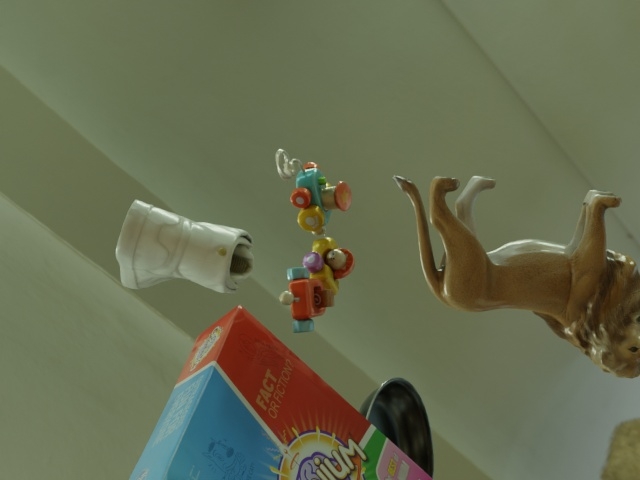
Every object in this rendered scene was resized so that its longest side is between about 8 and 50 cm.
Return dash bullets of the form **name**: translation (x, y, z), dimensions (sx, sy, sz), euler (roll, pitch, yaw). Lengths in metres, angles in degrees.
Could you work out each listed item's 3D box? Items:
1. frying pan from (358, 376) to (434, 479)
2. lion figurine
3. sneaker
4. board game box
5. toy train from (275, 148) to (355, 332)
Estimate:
- **frying pan**: translation (0.087, 0.328, 1.106), dimensions (0.197, 0.053, 0.326), euler (15, -109, -59)
- **lion figurine**: translation (0.276, 0.045, 1.238), dimensions (0.392, 0.142, 0.240), euler (8, -81, 3)
- **sneaker**: translation (-0.176, 0.030, 1.257), dimensions (0.169, 0.292, 0.108), euler (17, -99, -4)
- **board game box**: translation (-0.005, 0.237, 0.791), dimensions (0.316, 0.242, 0.064), euler (44, -62, -15)
- **toy train**: translation (0.000, 0.000, 0.848), dimensions (0.046, 0.125, 0.166), euler (-7, -98, 17)
